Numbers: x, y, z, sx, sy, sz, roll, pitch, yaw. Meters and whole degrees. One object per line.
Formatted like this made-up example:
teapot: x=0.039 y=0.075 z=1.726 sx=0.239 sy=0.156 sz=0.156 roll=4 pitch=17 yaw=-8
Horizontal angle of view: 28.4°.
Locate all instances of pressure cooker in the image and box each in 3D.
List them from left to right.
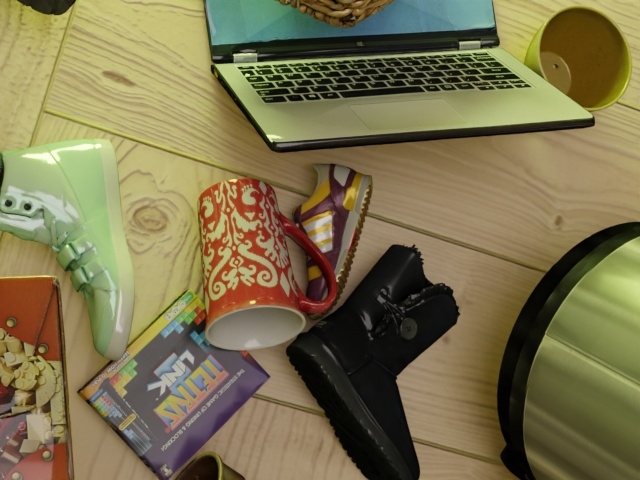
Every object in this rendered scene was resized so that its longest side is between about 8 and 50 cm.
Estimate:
pressure cooker: x=0.411 y=0.170 z=1.423 sx=0.370 sy=0.420 sz=0.375 roll=-19 pitch=118 yaw=-29

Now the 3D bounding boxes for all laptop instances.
laptop: x=0.071 y=-0.296 z=1.472 sx=0.382 sy=0.408 sz=0.236 roll=-6 pitch=118 yaw=-17

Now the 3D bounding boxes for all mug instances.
mug: x=-0.072 y=0.029 z=1.434 sx=0.150 sy=0.113 sz=0.169 roll=16 pitch=52 yaw=-41

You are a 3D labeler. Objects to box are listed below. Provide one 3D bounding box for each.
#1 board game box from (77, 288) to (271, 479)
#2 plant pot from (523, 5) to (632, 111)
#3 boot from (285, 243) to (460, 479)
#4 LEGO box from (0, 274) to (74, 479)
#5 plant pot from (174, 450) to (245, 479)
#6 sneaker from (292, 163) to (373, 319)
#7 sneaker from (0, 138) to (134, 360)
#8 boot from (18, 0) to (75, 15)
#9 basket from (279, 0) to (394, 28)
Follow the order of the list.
board game box: x=-0.165 y=0.163 z=1.431 sx=0.141 sy=0.048 sz=0.170 roll=47 pitch=73 yaw=-5
plant pot: x=0.310 y=-0.217 z=1.598 sx=0.134 sy=0.095 sz=0.134 roll=3 pitch=80 yaw=-20
boot: x=0.097 y=0.151 z=1.485 sx=0.207 sy=0.094 sz=0.246 roll=-40 pitch=107 yaw=-26
LEGO box: x=-0.427 y=0.197 z=1.098 sx=0.372 sy=0.500 sz=0.193 roll=-2 pitch=72 yaw=-18
plant pot: x=-0.089 y=0.342 z=1.380 sx=0.165 sy=0.167 sz=0.167 roll=32 pitch=75 yaw=-19
sneaker: x=0.000 y=0.000 z=1.500 sx=0.084 sy=0.069 sz=0.185 roll=17 pitch=82 yaw=9
sneaker: x=-0.290 y=0.014 z=1.385 sx=0.151 sy=0.094 sz=0.256 roll=-5 pitch=73 yaw=-23
boot: x=-0.332 y=-0.423 z=1.390 sx=0.338 sy=0.118 sz=0.223 roll=51 pitch=41 yaw=-8
basket: x=0.047 y=-0.414 z=1.402 sx=0.213 sy=0.223 sz=0.299 roll=25 pitch=52 yaw=5
